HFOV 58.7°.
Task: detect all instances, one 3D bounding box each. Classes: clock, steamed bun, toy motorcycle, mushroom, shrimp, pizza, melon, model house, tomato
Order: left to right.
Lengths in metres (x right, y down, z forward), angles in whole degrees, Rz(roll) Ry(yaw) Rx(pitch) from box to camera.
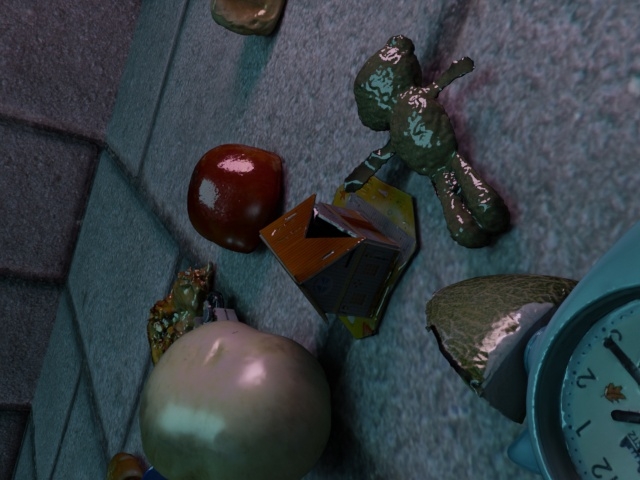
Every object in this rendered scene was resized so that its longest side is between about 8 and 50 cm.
[{"bbox_3d":[-0.421,0.646,1.231,0.445,0.085,0.272,15,97,60],"label":"shrimp"},{"bbox_3d":[-0.304,0.202,1.217,0.287,0.074,0.251,-49,44,39],"label":"pizza"},{"bbox_3d":[-0.187,0.200,1.036,0.228,0.074,0.151,53,126,47],"label":"toy motorcycle"},{"bbox_3d":[-0.175,-0.090,1.055,0.233,0.140,0.200,13,83,58],"label":"tomato"},{"bbox_3d":[-0.109,0.243,0.779,0.260,0.254,0.234,-119,14,-52],"label":"mushroom"},{"bbox_3d":[-0.156,-0.510,1.198,0.155,0.141,0.172,-149,77,-70],"label":"steamed bun"},{"bbox_3d":[0.000,0.000,0.757,0.219,0.136,0.207,47,120,53],"label":"model house"},{"bbox_3d":[0.178,0.078,0.525,0.139,0.093,0.202,-33,16,14],"label":"melon"},{"bbox_3d":[0.247,0.117,0.379,0.274,0.094,0.223,-56,37,32],"label":"clock"}]

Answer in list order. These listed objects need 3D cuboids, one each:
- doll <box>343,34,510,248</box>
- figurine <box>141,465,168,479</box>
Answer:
[{"bbox_3d":[0.126,-0.127,0.665,0.286,0.091,0.202,38,121,53],"label":"doll"},{"bbox_3d":[-0.196,0.313,0.929,0.120,0.164,0.262,-66,20,6],"label":"figurine"}]
